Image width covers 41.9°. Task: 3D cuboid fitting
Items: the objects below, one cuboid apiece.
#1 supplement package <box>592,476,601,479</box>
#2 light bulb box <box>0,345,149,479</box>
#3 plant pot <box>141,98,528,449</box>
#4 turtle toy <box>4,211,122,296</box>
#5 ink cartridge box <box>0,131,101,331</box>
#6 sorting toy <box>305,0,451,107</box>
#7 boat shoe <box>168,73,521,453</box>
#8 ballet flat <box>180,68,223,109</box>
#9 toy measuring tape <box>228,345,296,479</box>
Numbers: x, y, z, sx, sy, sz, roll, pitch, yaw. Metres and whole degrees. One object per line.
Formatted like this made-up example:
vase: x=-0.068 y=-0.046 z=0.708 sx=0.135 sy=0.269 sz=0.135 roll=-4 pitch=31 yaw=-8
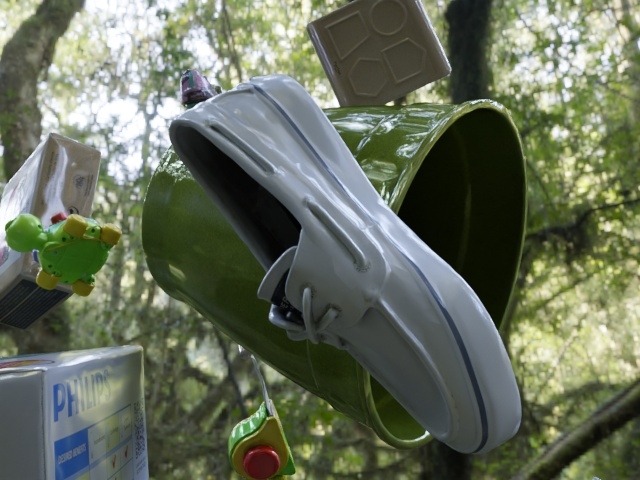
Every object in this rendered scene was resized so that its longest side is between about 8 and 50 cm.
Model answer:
supplement package: x=0.353 y=0.476 z=1.057 sx=0.145 sy=0.262 sz=0.204 roll=28 pitch=-20 yaw=40
light bulb box: x=-0.296 y=0.290 z=0.770 sx=0.225 sy=0.361 sz=0.358 roll=-4 pitch=-4 yaw=-1
plant pot: x=0.000 y=0.000 z=0.956 sx=0.352 sy=0.367 sz=0.366 roll=15 pitch=-19 yaw=32
turtle toy: x=-0.298 y=0.005 z=0.960 sx=0.130 sy=0.066 sz=0.095 roll=20 pitch=-76 yaw=-50
ink cartridge box: x=-0.413 y=-0.010 z=1.226 sx=0.088 sy=0.235 sz=0.193 roll=22 pitch=-35 yaw=-33
sorting toy: x=0.103 y=-0.341 z=1.492 sx=0.208 sy=0.193 sz=0.038 roll=-24 pitch=-4 yaw=3
boat shoe: x=0.004 y=0.019 z=0.471 sx=0.084 sy=0.258 sz=0.095 roll=-26 pitch=-24 yaw=-30
ballet flat: x=-0.198 y=-0.244 z=1.454 sx=0.076 sy=0.079 sz=0.221 roll=-6 pitch=-8 yaw=3
toy measuring tape: x=-0.135 y=0.343 z=1.566 sx=0.121 sy=0.121 sz=0.330 roll=-10 pitch=-63 yaw=14
